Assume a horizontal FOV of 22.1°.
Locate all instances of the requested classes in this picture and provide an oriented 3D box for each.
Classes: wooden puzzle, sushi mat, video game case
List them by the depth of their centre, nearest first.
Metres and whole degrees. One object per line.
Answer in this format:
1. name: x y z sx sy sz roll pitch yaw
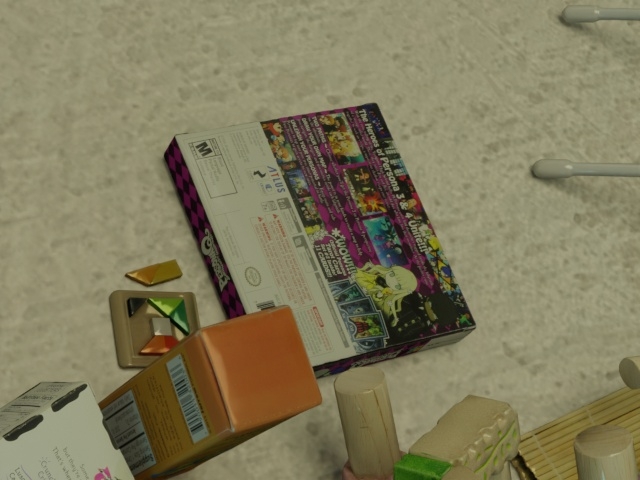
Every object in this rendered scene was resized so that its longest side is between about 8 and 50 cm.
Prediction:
1. wooden puzzle: -0.131 0.070 1.323 0.079 0.014 0.116 -6 67 -28
2. video game case: 0.000 0.000 1.407 0.210 0.042 0.232 -13 70 -31
3. sushi mat: 0.319 0.194 1.469 0.316 0.019 0.151 -19 73 -32

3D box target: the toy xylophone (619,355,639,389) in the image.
1. toy xylophone: 0.373 0.193 1.434 0.323 0.081 0.236 -10 70 -30

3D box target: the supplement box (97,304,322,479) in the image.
1. supplement box: -0.088 0.118 1.179 0.078 0.233 0.080 -15 81 -30

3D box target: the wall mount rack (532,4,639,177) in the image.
1. wall mount rack: 0.382 -0.114 1.613 0.304 0.130 0.350 26 55 -16

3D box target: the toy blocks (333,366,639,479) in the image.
1. toy blocks: 0.086 0.286 1.168 0.288 0.309 0.260 -37 125 -43

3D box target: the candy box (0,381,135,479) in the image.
1. candy box: -0.215 0.215 1.129 0.196 0.070 0.165 -33 107 -35
